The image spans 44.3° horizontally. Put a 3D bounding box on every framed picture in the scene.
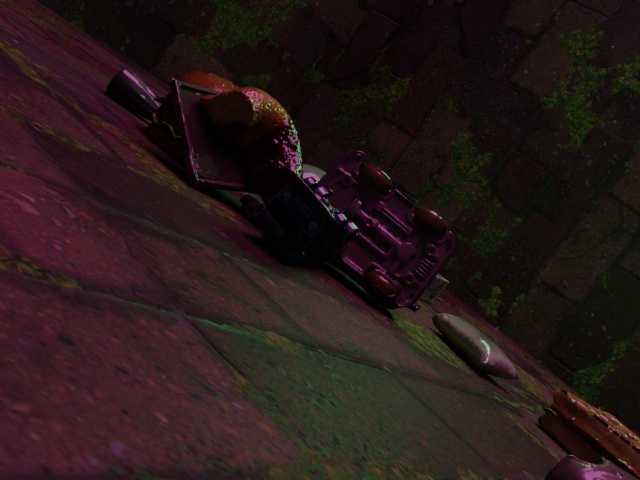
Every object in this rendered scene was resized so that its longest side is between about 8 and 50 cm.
[{"bbox_3d":[-0.179,-0.210,1.690,0.315,0.024,0.232,5,67,-52],"label":"framed picture"}]

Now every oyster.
[{"bbox_3d":[-0.142,-0.053,1.685,0.098,0.037,0.100,53,-15,-5],"label":"oyster"}]

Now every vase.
[{"bbox_3d":[-0.435,-0.341,1.998,0.214,0.086,0.086,40,6,-6],"label":"vase"}]

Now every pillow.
[{"bbox_3d":[0.392,0.266,1.978,0.144,0.078,0.254,32,6,-32],"label":"pillow"}]

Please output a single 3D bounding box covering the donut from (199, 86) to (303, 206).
[{"bbox_3d":[-0.107,-0.213,1.667,0.151,0.112,0.295,-40,104,-50],"label":"donut"}]

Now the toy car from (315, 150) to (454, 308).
[{"bbox_3d":[0.113,-0.015,1.808,0.336,0.242,0.226,37,-8,-4],"label":"toy car"}]

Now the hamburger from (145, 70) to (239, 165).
[{"bbox_3d":[-0.260,-0.280,1.852,0.274,0.212,0.274,35,6,-4],"label":"hamburger"}]

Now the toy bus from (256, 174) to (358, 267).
[{"bbox_3d":[-0.025,-0.030,1.556,0.128,0.147,0.256,49,5,13],"label":"toy bus"}]

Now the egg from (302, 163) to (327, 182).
[{"bbox_3d":[-0.037,-0.106,1.992,0.231,0.168,0.168,26,11,-42],"label":"egg"}]

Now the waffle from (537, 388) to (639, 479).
[{"bbox_3d":[0.663,0.482,1.679,0.261,0.114,0.376,33,7,-36],"label":"waffle"}]

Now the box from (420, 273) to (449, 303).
[{"bbox_3d":[0.306,0.112,2.591,0.168,0.097,0.265,39,6,23],"label":"box"}]

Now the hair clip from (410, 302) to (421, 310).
[{"bbox_3d":[0.210,0.131,2.154,0.195,0.052,0.124,38,9,-34],"label":"hair clip"}]

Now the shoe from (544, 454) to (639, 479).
[{"bbox_3d":[0.444,0.383,1.189,0.293,0.109,0.149,23,20,-48],"label":"shoe"}]
